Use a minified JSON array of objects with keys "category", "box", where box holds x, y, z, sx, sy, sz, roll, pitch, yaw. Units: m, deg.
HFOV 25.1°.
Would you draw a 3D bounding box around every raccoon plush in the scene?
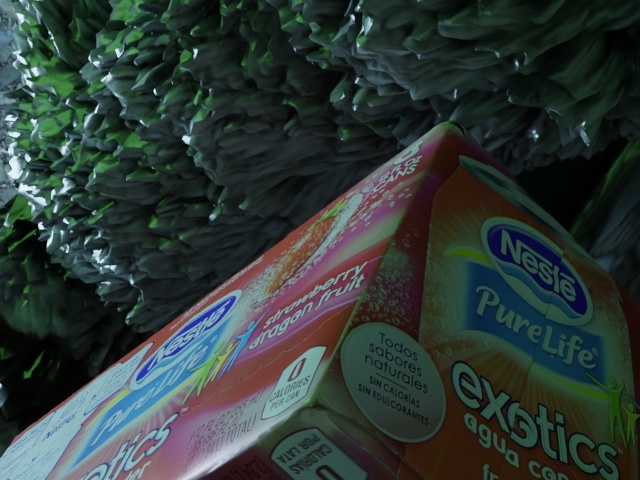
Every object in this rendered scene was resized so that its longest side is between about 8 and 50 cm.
[{"category":"raccoon plush","box":[0.000,0.000,0.535,0.299,0.216,0.446,46,125,57]}]

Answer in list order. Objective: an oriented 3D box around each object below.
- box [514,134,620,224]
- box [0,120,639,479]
[{"category":"box","box":[-0.024,0.004,0.847,0.395,0.212,0.293,-57,4,4]},{"category":"box","box":[-0.020,0.096,0.449,0.257,0.122,0.128,-36,17,38]}]
